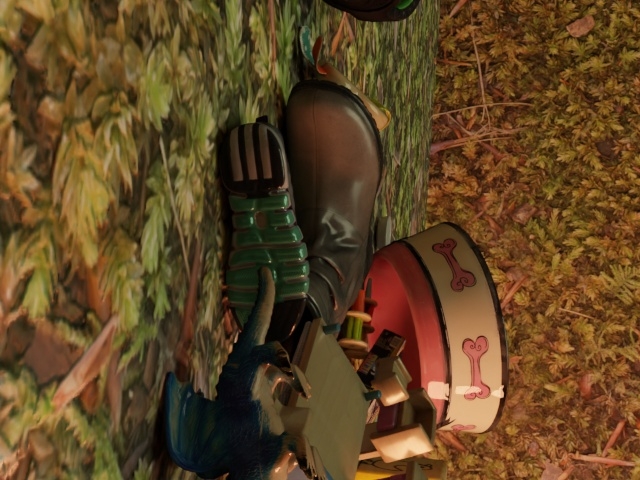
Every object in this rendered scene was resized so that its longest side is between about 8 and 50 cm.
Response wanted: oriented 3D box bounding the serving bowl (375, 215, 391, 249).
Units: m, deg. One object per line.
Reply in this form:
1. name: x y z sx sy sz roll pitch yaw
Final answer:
1. serving bowl: 0.137 -0.013 1.881 0.083 0.027 0.084 3 90 -78

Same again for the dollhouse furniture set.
1. dollhouse furniture set: -0.023 0.220 0.979 0.303 0.198 0.286 59 27 -28

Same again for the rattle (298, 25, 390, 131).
1. rattle: -0.004 -0.179 1.136 0.199 0.142 0.130 19 42 -63

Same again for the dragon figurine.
1. dragon figurine: -0.081 0.151 0.715 0.085 0.143 0.289 63 13 -65

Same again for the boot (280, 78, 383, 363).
1. boot: 0.000 0.000 1.023 0.223 0.118 0.338 -66 153 -47

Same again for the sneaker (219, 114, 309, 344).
1. sneaker: -0.048 -0.011 0.851 0.098 0.083 0.224 -68 158 -71

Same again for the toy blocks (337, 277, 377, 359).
1. toy blocks: 0.071 0.127 1.533 0.123 0.054 0.148 68 28 -66

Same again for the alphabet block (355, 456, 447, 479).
1. alphabet block: 0.169 0.574 1.824 0.197 0.192 0.194 16 76 -79

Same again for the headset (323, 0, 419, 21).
1. headset: 0.071 -0.404 1.045 0.394 0.185 0.244 -11 105 -61

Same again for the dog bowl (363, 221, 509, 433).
1. dog bowl: 0.201 0.175 1.625 0.408 0.150 0.408 172 -90 -76

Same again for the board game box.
1. board game box: 0.088 0.263 1.508 0.170 0.048 0.141 -51 159 -40
